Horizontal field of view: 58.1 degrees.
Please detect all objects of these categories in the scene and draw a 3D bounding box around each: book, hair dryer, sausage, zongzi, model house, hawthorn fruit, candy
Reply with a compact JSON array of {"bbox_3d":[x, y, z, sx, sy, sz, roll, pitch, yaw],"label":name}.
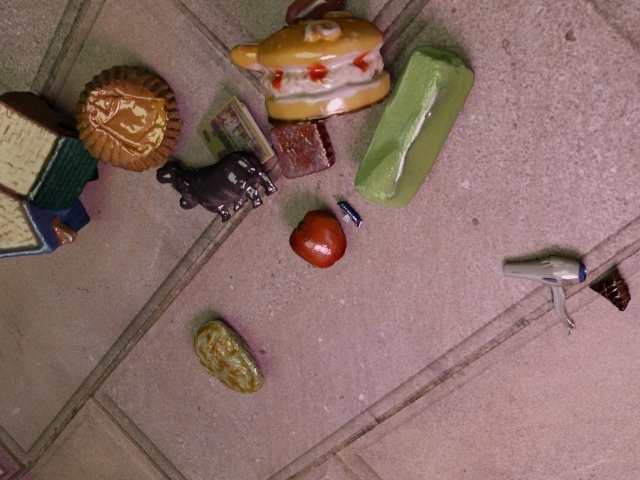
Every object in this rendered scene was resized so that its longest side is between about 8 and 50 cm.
[{"bbox_3d":[-0.212,-0.244,1.428,0.192,0.013,0.168,-27,98,46],"label":"book"},{"bbox_3d":[0.485,0.113,1.266,0.167,0.067,0.199,16,131,29],"label":"hair dryer"},{"bbox_3d":[-0.013,-0.496,1.228,0.141,0.076,0.076,-31,95,32],"label":"sausage"},{"bbox_3d":[0.608,0.094,1.188,0.083,0.067,0.073,37,129,27],"label":"zongzi"},{"bbox_3d":[-0.780,-0.170,1.601,0.342,0.334,0.382,30,106,-10],"label":"model house"},{"bbox_3d":[0.000,0.000,1.387,0.138,0.133,0.133,41,122,-6],"label":"hawthorn fruit"},{"bbox_3d":[0.194,-0.230,1.206,0.132,0.142,0.343,38,120,25],"label":"candy"}]

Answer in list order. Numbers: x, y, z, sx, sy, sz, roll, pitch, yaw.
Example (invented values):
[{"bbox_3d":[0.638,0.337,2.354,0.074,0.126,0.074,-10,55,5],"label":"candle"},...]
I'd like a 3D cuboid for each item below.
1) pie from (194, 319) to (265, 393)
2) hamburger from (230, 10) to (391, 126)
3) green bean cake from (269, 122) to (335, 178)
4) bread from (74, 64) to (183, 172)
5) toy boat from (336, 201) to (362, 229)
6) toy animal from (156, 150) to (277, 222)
[{"bbox_3d":[-0.265,0.338,1.672,0.248,0.090,0.201,51,132,-1],"label":"pie"},{"bbox_3d":[-0.017,-0.356,1.166,0.302,0.261,0.186,-2,117,29],"label":"hamburger"},{"bbox_3d":[-0.041,-0.221,1.359,0.135,0.056,0.136,-12,105,27],"label":"green bean cake"},{"bbox_3d":[-0.488,-0.307,1.446,0.274,0.149,0.274,0,96,-2],"label":"bread"},{"bbox_3d":[0.068,-0.060,1.384,0.083,0.038,0.038,48,122,0],"label":"toy boat"},{"bbox_3d":[-0.273,-0.132,1.459,0.343,0.106,0.168,-1,124,37],"label":"toy animal"}]
